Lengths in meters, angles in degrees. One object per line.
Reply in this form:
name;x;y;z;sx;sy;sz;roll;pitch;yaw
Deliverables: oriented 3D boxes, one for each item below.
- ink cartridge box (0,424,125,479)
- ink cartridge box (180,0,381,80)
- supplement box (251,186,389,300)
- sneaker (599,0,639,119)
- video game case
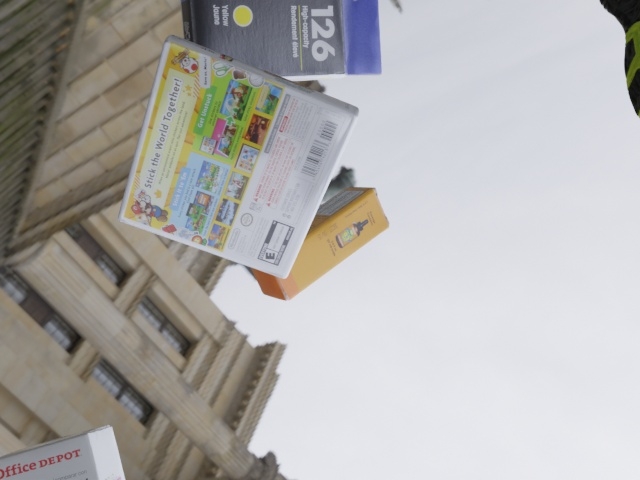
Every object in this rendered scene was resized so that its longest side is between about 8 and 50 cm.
ink cartridge box;-0.193;0.212;0.546;0.088;0.122;0.052;-17;169;3
ink cartridge box;-0.043;-0.376;0.999;0.307;0.304;0.072;-8;-168;-21
supplement box;0.000;0.000;1.155;0.233;0.078;0.080;-34;-158;-27
sneaker;0.436;-0.278;0.861;0.145;0.147;0.385;-33;-132;57
video game case;-0.095;-0.080;0.782;0.026;0.206;0.227;-82;-165;-56
